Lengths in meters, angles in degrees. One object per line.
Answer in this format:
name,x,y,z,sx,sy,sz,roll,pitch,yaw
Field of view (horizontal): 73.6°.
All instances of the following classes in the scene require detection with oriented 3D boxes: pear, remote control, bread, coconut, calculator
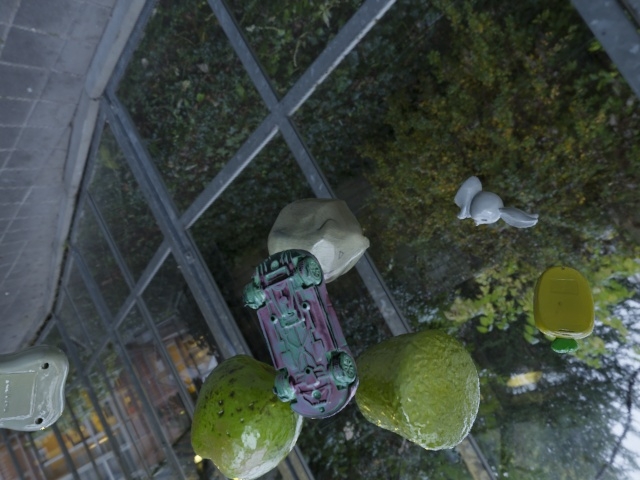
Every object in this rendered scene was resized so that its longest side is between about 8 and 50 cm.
pear,-0.237,0.585,1.408,0.391,0.390,0.391,-28,173,-4
remote control,-0.278,0.124,0.351,0.122,0.074,0.032,8,-178,-33
bread,0.295,0.456,1.347,0.348,0.347,0.308,-24,180,-32
coconut,0.000,0.000,0.969,0.224,0.224,0.224,-28,173,-4
calculator,0.653,0.182,1.150,0.147,0.234,0.032,1,162,16

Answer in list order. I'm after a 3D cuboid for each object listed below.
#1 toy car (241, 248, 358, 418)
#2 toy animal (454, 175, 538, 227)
toy car,-0.014,0.077,0.368,0.069,0.142,0.055,-25,167,23
toy animal,0.499,-0.078,1.234,0.130,0.221,0.104,-57,152,13
